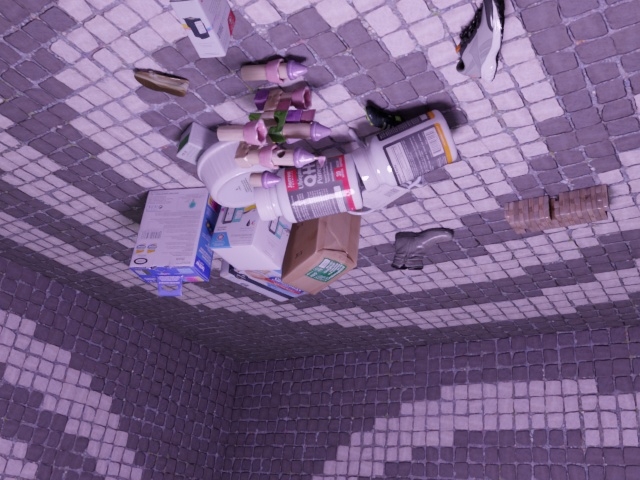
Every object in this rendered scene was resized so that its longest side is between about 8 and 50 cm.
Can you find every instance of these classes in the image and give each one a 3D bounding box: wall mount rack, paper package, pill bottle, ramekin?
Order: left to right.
[{"bbox_3d":[-0.254,-0.215,1.958,0.272,0.127,0.273,-17,156,-8],"label":"ramekin"},{"bbox_3d":[-0.037,-0.152,1.872,0.318,0.177,0.176,-12,150,6],"label":"pill bottle"},{"bbox_3d":[0.000,0.000,2.226,0.168,0.310,0.325,18,150,-21],"label":"paper package"},{"bbox_3d":[0.158,-0.215,1.986,0.304,0.131,0.350,18,151,-28],"label":"wall mount rack"},{"bbox_3d":[0.240,-0.253,1.752,0.278,0.162,0.162,-23,147,8],"label":"pill bottle"}]

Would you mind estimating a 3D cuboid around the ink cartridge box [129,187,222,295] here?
[{"bbox_3d":[-0.543,0.009,2.272,0.269,0.396,0.151,-2,152,17],"label":"ink cartridge box"}]

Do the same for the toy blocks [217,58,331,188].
[{"bbox_3d":[-0.080,-0.305,1.675,0.259,0.289,0.309,2,150,20],"label":"toy blocks"}]

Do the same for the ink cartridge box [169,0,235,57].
[{"bbox_3d":[-0.275,-0.544,1.434,0.072,0.128,0.175,1,152,17],"label":"ink cartridge box"}]

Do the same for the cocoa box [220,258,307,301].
[{"bbox_3d":[-0.200,0.076,2.503,0.227,0.232,0.347,-21,143,41],"label":"cocoa box"}]

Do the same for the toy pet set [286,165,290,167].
[{"bbox_3d":[-0.077,-0.241,2.043,0.114,0.065,0.122,-6,151,24],"label":"toy pet set"}]

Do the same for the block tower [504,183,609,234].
[{"bbox_3d":[0.814,-0.102,2.081,0.335,0.091,0.097,-11,149,32],"label":"block tower"}]

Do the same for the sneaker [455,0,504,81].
[{"bbox_3d":[0.379,-0.482,1.440,0.107,0.100,0.272,8,153,10],"label":"sneaker"}]

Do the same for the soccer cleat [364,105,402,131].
[{"bbox_3d":[0.195,-0.353,1.781,0.072,0.060,0.178,-24,147,30],"label":"soccer cleat"}]

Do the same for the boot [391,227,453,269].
[{"bbox_3d":[0.402,0.045,2.380,0.246,0.161,0.083,-6,151,24],"label":"boot"}]

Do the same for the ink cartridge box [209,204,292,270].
[{"bbox_3d":[-0.241,-0.053,2.206,0.198,0.270,0.197,-3,151,30],"label":"ink cartridge box"}]

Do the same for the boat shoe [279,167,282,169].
[{"bbox_3d":[-0.114,-0.173,2.149,0.079,0.081,0.227,13,159,30],"label":"boat shoe"}]

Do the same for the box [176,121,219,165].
[{"bbox_3d":[-0.396,-0.309,1.961,0.101,0.087,0.101,23,148,-28],"label":"box"}]

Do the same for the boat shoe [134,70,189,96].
[{"bbox_3d":[-0.457,-0.460,1.742,0.152,0.048,0.056,15,165,-2],"label":"boat shoe"}]
